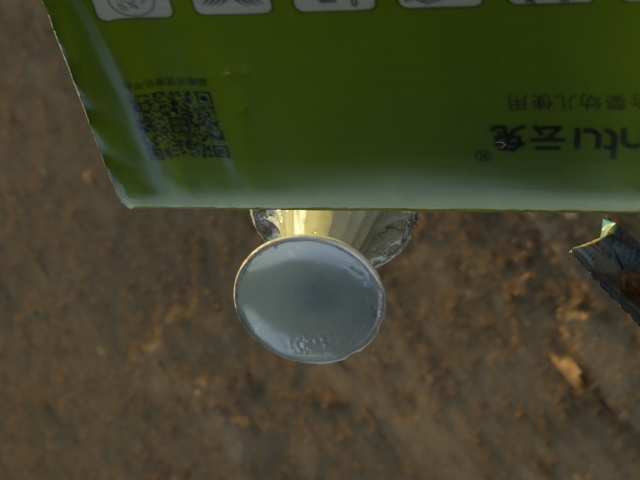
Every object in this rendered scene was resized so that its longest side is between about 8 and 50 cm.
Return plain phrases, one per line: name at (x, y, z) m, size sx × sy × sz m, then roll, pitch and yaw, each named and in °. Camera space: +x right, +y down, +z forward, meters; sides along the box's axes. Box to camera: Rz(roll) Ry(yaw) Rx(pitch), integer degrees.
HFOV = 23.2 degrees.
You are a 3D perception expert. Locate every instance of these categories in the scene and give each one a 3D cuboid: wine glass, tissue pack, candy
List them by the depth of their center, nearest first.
tissue pack at (0.052, -0.126, 0.652) m, size 0.275 × 0.200 × 0.167 m, roll 2°, pitch 137°, yaw 16°
candy at (0.251, 0.026, 1.289) m, size 0.088 × 0.136 × 0.038 m, roll 49°, pitch 117°, yaw 6°
wine glass at (0.000, 0.000, 1.357) m, size 0.165 × 0.196 × 0.164 m, roll 5°, pitch 122°, yaw 8°
